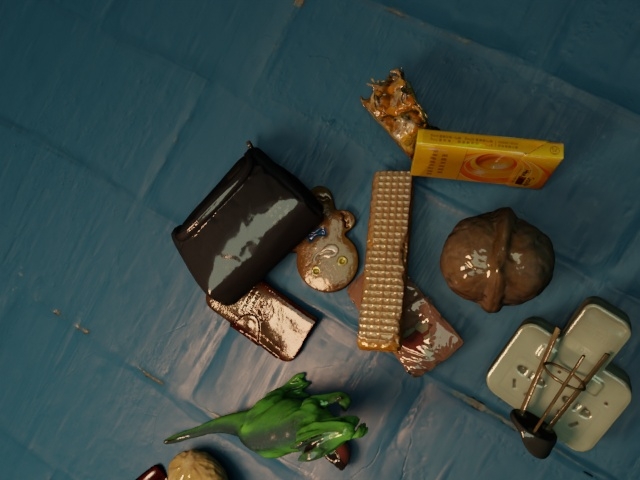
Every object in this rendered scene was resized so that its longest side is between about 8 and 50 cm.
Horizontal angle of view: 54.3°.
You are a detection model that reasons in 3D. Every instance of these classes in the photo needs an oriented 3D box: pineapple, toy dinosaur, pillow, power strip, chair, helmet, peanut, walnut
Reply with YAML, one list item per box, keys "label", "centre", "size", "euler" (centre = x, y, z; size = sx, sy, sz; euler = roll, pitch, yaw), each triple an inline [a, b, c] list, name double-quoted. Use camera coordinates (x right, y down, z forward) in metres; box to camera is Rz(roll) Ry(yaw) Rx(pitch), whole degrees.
- label: "pineapple"
  centre: [0.171, -0.252, 1.297]
  size: [0.114, 0.186, 0.236]
  euler: [-35, 36, 16]
- label: "toy dinosaur"
  centre: [-0.139, 0.399, 1.214]
  size: [0.500, 0.374, 0.144]
  euler: [-21, 89, 9]
- label: "pillow"
  centre: [0.172, 0.157, 1.302]
  size: [0.135, 0.049, 0.248]
  euler: [-42, 69, 7]
- label: "power strip"
  centre: [0.482, 0.229, 1.200]
  size: [0.229, 0.141, 0.261]
  euler: [34, 108, 16]
- label: "chair"
  centre: [0.415, 0.274, 1.122]
  size: [0.095, 0.104, 0.221]
  euler: [37, 110, 47]
- label: "helmet"
  centre: [0.032, 0.440, 1.320]
  size: [0.084, 0.065, 0.049]
  euler: [33, 55, 23]
- label: "peanut"
  centre: [-0.229, 0.590, 1.337]
  size: [0.298, 0.120, 0.136]
  euler: [63, 146, 10]
- label: "walnut"
  centre: [0.336, 0.037, 1.189]
  size: [0.224, 0.224, 0.224]
  euler: [-1, 85, 14]

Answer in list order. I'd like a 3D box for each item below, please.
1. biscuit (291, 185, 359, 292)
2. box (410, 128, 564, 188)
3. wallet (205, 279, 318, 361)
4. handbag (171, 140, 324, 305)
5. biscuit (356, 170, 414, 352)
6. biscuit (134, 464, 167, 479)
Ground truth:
- label: "biscuit"
  centre: [0.000, 0.000, 1.374]
  size: [0.180, 0.039, 0.236]
  euler: [-23, 82, 10]
- label: "box"
  centre: [0.318, -0.159, 1.222]
  size: [0.269, 0.152, 0.043]
  euler: [6, 74, 5]
- label: "wallet"
  centre: [-0.136, 0.159, 1.396]
  size: [0.255, 0.031, 0.137]
  euler: [34, 98, 16]
- label: "handbag"
  centre: [-0.184, -0.055, 1.331]
  size: [0.302, 0.178, 0.275]
  euler: [-45, 65, 7]
- label: "biscuit"
  centre: [0.136, 0.039, 1.285]
  size: [0.094, 0.054, 0.379]
  euler: [2, 73, 13]
- label: "biscuit"
  centre: [-0.371, 0.644, 1.392]
  size: [0.151, 0.063, 0.235]
  euler: [-39, 56, 9]
